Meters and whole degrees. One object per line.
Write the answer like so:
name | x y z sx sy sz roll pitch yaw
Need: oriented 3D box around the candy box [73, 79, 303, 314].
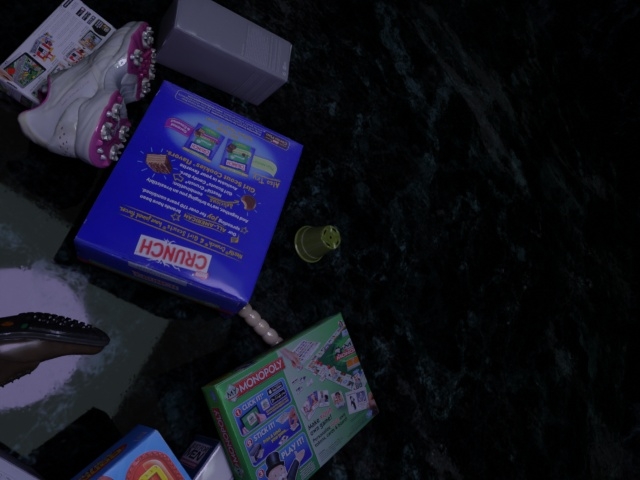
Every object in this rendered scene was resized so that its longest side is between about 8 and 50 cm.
candy box | -0.207 -0.069 0.785 0.268 0.122 0.317 24 62 -13

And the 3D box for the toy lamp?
toy lamp | -0.106 0.168 0.872 0.274 0.080 0.080 48 54 -17

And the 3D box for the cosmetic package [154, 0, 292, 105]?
cosmetic package | -0.190 -0.372 0.913 0.238 0.127 0.107 19 68 -35

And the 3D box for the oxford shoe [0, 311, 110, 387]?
oxford shoe | -0.417 0.152 0.645 0.227 0.083 0.096 10 95 -38

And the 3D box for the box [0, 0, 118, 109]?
box | -0.422 -0.299 0.769 0.114 0.036 0.207 37 59 -26

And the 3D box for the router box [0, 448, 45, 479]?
router box | -0.521 0.303 0.458 0.301 0.082 0.335 -55 127 -33

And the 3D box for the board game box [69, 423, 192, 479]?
board game box | -0.251 0.447 0.550 0.302 0.086 0.308 -37 99 -37

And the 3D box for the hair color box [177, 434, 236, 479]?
hair color box | -0.219 0.493 0.683 0.174 0.105 0.347 50 54 -16

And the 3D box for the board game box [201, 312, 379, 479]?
board game box | -0.033 0.281 0.811 0.317 0.046 0.213 -19 87 -48

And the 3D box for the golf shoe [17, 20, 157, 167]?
golf shoe | -0.349 -0.251 0.720 0.140 0.115 0.306 9 53 -5

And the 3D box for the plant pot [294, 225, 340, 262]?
plant pot | 0.000 0.000 0.997 0.083 0.079 0.083 11 71 -36
